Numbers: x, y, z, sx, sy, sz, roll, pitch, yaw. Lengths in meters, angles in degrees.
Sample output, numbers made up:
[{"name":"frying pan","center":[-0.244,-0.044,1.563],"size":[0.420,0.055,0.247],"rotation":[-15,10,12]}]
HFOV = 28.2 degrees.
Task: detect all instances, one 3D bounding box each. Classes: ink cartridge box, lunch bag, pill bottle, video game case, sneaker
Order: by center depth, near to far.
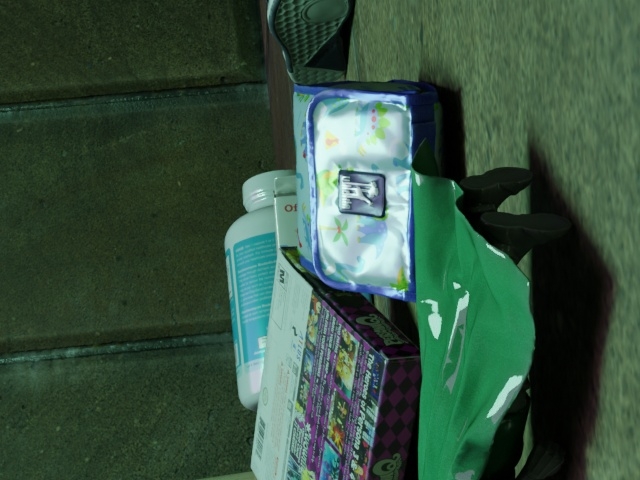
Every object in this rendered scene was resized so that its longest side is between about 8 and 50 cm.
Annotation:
[{"name":"lunch bag","center":[0.037,-0.036,0.809],"size":[0.151,0.096,0.128],"rotation":[-152,58,-68]},{"name":"video game case","center":[0.007,0.150,1.076],"size":[0.210,0.042,0.232],"rotation":[-137,49,-55]},{"name":"sneaker","center":[-0.020,-0.273,1.279],"size":[0.226,0.086,0.163],"rotation":[94,167,-72]},{"name":"ink cartridge box","center":[0.000,0.000,1.318],"size":[0.090,0.092,0.143],"rotation":[-122,28,-82]},{"name":"pill bottle","center":[-0.032,0.057,1.460],"size":[0.146,0.146,0.264],"rotation":[98,166,-73]}]

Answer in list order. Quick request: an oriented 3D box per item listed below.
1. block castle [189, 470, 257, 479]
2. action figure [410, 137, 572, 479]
[{"name":"block castle","center":[-0.045,0.495,1.503],"size":[0.303,0.213,0.453],"rotation":[19,-118,-86]},{"name":"action figure","center":[0.074,0.084,0.590],"size":[0.137,0.064,0.232],"rotation":[-106,15,-60]}]
